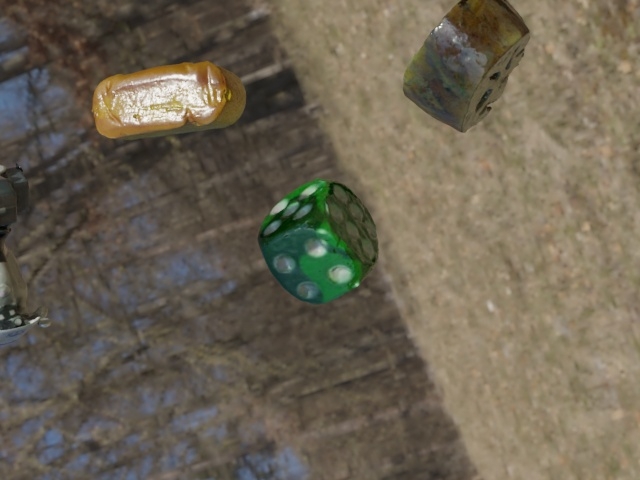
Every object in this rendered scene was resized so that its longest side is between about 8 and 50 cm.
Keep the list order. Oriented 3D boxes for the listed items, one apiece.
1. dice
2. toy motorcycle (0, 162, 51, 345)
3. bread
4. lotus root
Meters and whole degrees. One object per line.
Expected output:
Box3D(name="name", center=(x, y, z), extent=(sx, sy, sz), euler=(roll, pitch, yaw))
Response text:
Box3D(name="dice", center=(0.000, 0.000, 1.580), extent=(0.128, 0.120, 0.131), euler=(50, -152, -21))
Box3D(name="toy motorcycle", center=(-0.350, 0.023, 1.237), extent=(0.150, 0.102, 0.221), euler=(40, 133, 46))
Box3D(name="bread", center=(-0.236, -0.209, 1.765), extent=(0.094, 0.245, 0.102), euler=(13, -106, -65))
Box3D(name="lotus root", center=(0.212, -0.260, 1.733), extent=(0.119, 0.138, 0.235), euler=(42, 142, 14))
